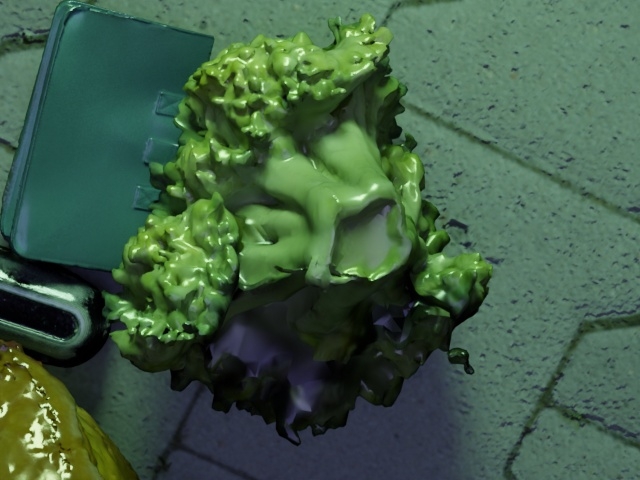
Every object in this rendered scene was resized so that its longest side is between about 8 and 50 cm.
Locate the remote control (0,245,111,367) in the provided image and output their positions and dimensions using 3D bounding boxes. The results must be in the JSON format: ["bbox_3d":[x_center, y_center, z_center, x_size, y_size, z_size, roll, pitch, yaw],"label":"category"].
[{"bbox_3d":[-0.306,0.039,1.556,0.266,0.066,0.090,19,86,-9],"label":"remote control"}]

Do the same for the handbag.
[{"bbox_3d":[-0.180,-0.083,1.546,0.144,0.057,0.221,13,96,-19],"label":"handbag"}]

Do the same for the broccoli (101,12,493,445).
[{"bbox_3d":[0.009,-0.007,1.463,0.293,0.281,0.348,21,92,-13],"label":"broccoli"}]

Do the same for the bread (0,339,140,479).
[{"bbox_3d":[-0.315,0.255,1.452,0.398,0.398,0.215,-38,144,3],"label":"bread"}]
